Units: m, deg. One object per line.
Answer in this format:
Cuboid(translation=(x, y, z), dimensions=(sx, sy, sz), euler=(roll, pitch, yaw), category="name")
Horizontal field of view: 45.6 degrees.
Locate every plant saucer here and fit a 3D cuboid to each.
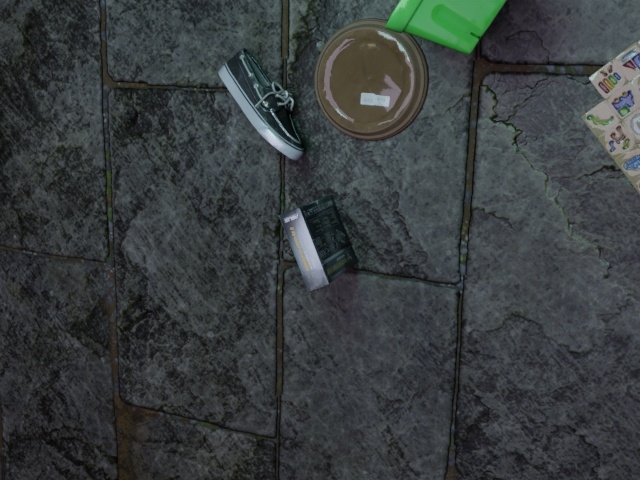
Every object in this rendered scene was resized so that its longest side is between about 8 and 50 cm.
Cuboid(translation=(0.109, -0.367, 1.749), dimensions=(0.277, 0.041, 0.278), euler=(5, 103, 21), category="plant saucer")

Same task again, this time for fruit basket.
Cuboid(translation=(0.201, -0.563, 1.485), dimensions=(0.392, 0.392, 0.283), euler=(39, 113, 11), category="fruit basket")

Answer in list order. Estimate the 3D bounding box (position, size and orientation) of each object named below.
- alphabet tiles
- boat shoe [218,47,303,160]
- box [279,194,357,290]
Cuboid(translation=(0.716, -0.246, 1.533), dimensions=(0.285, 0.011, 0.343), euler=(-38, 85, 25), category="alphabet tiles")
Cuboid(translation=(-0.121, -0.329, 1.818), dimensions=(0.105, 0.113, 0.306), euler=(-42, 68, 19), category="boat shoe")
Cuboid(translation=(0.000, 0.000, 1.770), dimensions=(0.056, 0.231, 0.183), euler=(-20, 94, 22), category="box")
